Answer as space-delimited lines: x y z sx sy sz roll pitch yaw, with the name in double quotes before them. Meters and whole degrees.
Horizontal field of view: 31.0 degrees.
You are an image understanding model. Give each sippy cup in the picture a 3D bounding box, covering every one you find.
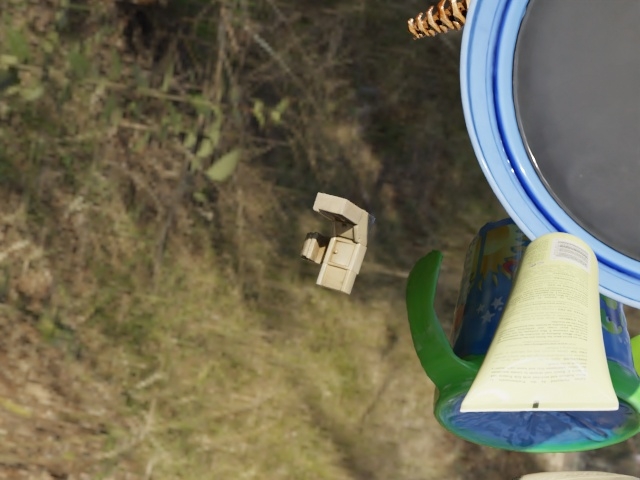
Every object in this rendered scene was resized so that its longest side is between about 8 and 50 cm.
"sippy cup" 0.248 0.099 1.313 0.305 0.240 0.224 51 38 -53

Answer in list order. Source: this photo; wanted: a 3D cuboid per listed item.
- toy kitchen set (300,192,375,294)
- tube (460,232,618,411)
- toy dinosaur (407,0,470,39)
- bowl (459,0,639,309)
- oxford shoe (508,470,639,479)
"toy kitchen set" 0.000 0.000 1.162 0.075 0.068 0.083 29 77 -61
"tube" 0.155 0.061 0.787 0.070 0.062 0.240 -47 -177 23
"toy dinosaur" 0.216 -0.329 1.189 0.218 0.321 0.164 59 5 17
"bowl" 0.308 -0.134 0.897 0.077 0.391 0.391 -3 103 -71
"oxford shoe" 0.396 0.363 1.546 0.146 0.396 0.141 44 57 -41
